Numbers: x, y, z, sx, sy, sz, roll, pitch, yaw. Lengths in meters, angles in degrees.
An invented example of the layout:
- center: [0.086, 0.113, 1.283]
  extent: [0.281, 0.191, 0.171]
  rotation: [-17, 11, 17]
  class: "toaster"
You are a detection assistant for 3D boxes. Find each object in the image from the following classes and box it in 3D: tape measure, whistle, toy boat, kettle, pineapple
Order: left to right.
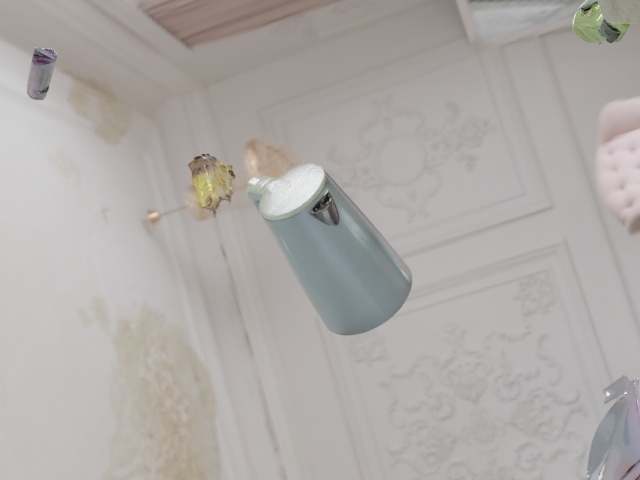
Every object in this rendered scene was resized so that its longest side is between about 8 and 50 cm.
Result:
- center: [-0.406, -0.242, 1.407]
  extent: [0.176, 0.033, 0.033]
  rotation: [-27, 80, 68]
  class: "whistle"
- center: [-0.211, -0.116, 1.877]
  extent: [0.116, 0.069, 0.137]
  rotation: [59, -167, -29]
  class: "pineapple"
- center: [0.000, 0.000, 1.481]
  extent: [0.210, 0.160, 0.243]
  rotation: [21, 152, 54]
  class: "kettle"
- center: [0.598, -0.477, 2.015]
  extent: [0.087, 0.154, 0.177]
  rotation: [33, -177, -15]
  class: "tape measure"
- center: [0.474, 0.363, 1.551]
  extent: [0.072, 0.219, 0.318]
  rotation: [36, -162, -27]
  class: "toy boat"

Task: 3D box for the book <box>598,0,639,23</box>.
- center: [0.541, -0.476, 1.610]
  extent: [0.239, 0.035, 0.352]
  rotation: [67, 170, -18]
  class: "book"
